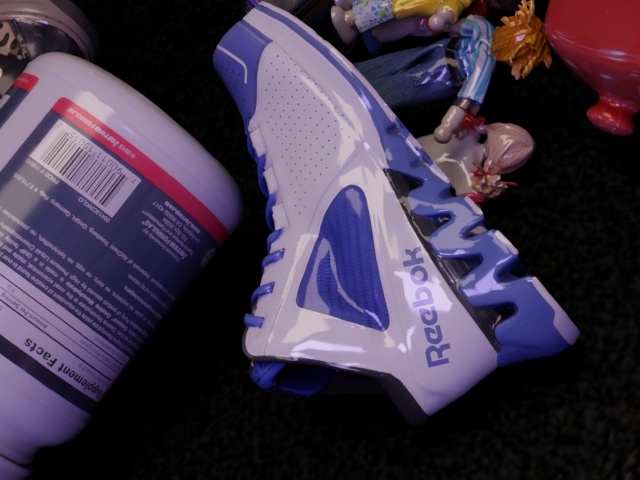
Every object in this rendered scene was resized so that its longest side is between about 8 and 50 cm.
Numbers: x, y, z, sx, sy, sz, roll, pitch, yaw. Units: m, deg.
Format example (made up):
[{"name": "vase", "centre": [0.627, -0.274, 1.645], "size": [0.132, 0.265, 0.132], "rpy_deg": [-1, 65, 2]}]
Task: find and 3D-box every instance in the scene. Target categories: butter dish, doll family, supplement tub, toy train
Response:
[{"name": "butter dish", "centre": [0.220, -0.127, 1.003], "size": [0.160, 0.160, 0.118], "rpy_deg": [32, 97, 46]}, {"name": "doll family", "centre": [0.090, -0.146, 1.089], "size": [0.163, 0.118, 0.263], "rpy_deg": [-14, 50, 22]}, {"name": "supplement tub", "centre": [-0.201, 0.022, 1.048], "size": [0.191, 0.191, 0.272], "rpy_deg": [30, 79, 42]}, {"name": "toy train", "centre": [0.005, -0.113, 1.178], "size": [0.036, 0.027, 0.158], "rpy_deg": [10, 58, 22]}]

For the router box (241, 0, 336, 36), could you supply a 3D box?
[{"name": "router box", "centre": [0.011, -0.223, 1.194], "size": [0.046, 0.133, 0.179], "rpy_deg": [43, 79, 6]}]

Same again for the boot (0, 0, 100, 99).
[{"name": "boot", "centre": [-0.383, -0.060, 1.279], "size": [0.377, 0.138, 0.284], "rpy_deg": [-9, 49, 16]}]

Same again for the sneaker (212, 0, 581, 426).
[{"name": "sneaker", "centre": [0.001, 0.001, 0.973], "size": [0.182, 0.127, 0.315], "rpy_deg": [-41, 68, 0]}]
